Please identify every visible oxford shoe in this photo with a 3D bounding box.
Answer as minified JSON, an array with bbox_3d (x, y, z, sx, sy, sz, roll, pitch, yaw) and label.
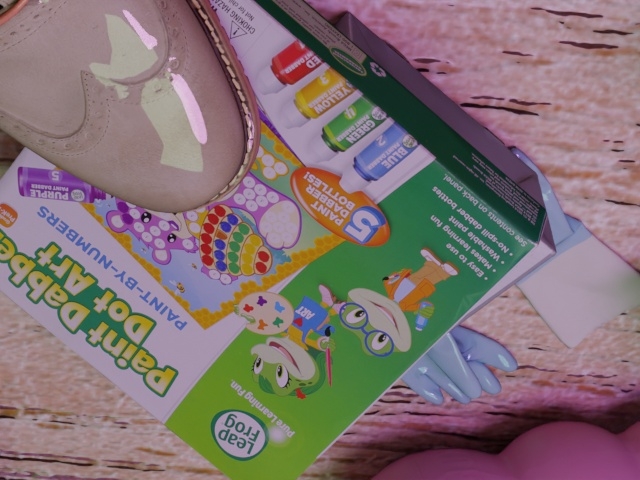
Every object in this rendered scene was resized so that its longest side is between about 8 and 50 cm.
[{"bbox_3d":[-0.182,-0.136,0.685,0.140,0.146,0.397,-41,112,17],"label":"oxford shoe"}]

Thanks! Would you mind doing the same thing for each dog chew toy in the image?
[{"bbox_3d":[0.183,0.235,1.159,0.332,0.206,0.206,-21,135,-1],"label":"dog chew toy"}]

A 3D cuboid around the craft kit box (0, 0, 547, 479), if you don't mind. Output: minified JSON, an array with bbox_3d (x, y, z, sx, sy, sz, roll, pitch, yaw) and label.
[{"bbox_3d":[-0.046,-0.006,0.845,0.250,0.061,0.246,40,120,-5],"label":"craft kit box"}]

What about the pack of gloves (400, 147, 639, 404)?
[{"bbox_3d":[0.109,0.043,1.054,0.195,0.046,0.232,-32,131,21],"label":"pack of gloves"}]

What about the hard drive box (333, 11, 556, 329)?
[{"bbox_3d":[0.000,0.000,0.945,0.232,0.089,0.181,-38,121,24],"label":"hard drive box"}]
